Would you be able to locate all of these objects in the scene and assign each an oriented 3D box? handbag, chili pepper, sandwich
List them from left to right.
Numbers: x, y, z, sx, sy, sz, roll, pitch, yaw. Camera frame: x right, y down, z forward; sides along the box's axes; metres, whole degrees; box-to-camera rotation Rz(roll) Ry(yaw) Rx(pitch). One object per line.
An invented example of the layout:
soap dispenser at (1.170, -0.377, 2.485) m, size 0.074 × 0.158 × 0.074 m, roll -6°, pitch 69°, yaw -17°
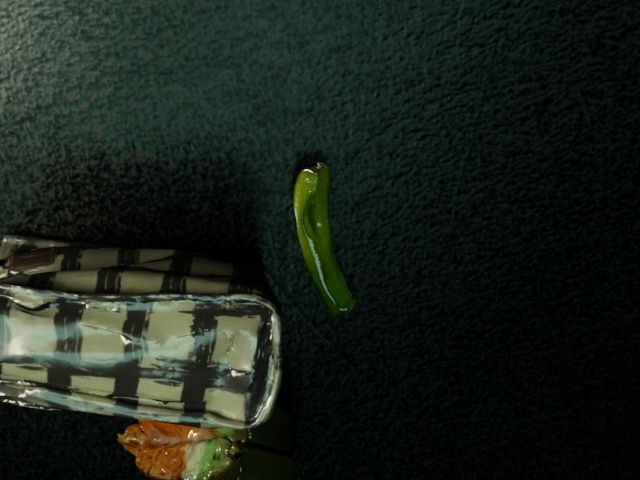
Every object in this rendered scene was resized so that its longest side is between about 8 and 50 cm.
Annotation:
handbag at (-0.212, 0.084, 0.943) m, size 0.327 × 0.325 × 0.162 m, roll 9°, pitch 94°, yaw -7°
sandwich at (-0.117, 0.250, 1.080) m, size 0.212 × 0.292 × 0.109 m, roll 0°, pitch 71°, yaw 31°
chili pepper at (0.000, 0.000, 1.085) m, size 0.052 × 0.050 × 0.201 m, roll -19°, pitch 110°, yaw -16°
